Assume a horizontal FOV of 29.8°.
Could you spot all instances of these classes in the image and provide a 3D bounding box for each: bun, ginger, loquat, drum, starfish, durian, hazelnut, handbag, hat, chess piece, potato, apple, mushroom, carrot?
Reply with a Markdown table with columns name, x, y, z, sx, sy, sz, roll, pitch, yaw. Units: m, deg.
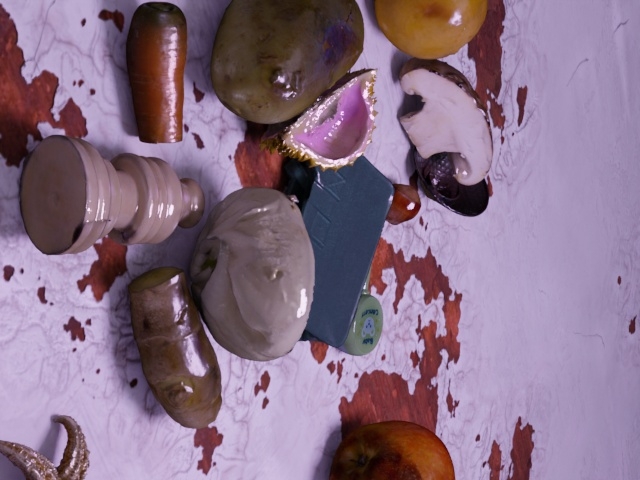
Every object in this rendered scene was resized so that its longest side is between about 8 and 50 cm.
| name | x | y | z | sx | sy | sz | roll | pitch | yaw |
| --- | --- | --- | --- | --- | --- | --- | --- | --- | --- |
| bun | -0.111 | 0.049 | 1.766 | 0.160 | 0.259 | 0.259 | 4 | 93 | -16 |
| ginger | -0.205 | 0.159 | 1.724 | 0.116 | 0.109 | 0.263 | -32 | 122 | -34 |
| loquat | 0.198 | -0.429 | 2.155 | 0.208 | 0.208 | 0.208 | -16 | 110 | -55 |
| drum | 0.064 | 0.087 | 2.179 | 0.130 | 0.049 | 0.253 | -25 | 117 | -53 |
| starfish | -0.360 | 0.343 | 1.566 | 0.216 | 0.071 | 0.238 | 57 | 43 | -52 |
| durian | 0.001 | -0.193 | 1.911 | 0.132 | 0.165 | 0.182 | 80 | 28 | -65 |
| hazelnut | 0.150 | -0.067 | 2.264 | 0.086 | 0.086 | 0.086 | -16 | 110 | -55 |
| handbag | 0.000 | 0.000 | 2.031 | 0.238 | 0.089 | 0.326 | 43 | 61 | -51 |
| hat | 0.239 | -0.110 | 2.392 | 0.193 | 0.082 | 0.193 | 23 | 46 | -26 |
| chess piece | -0.255 | -0.060 | 1.613 | 0.307 | 0.124 | 0.139 | -3 | 66 | -61 |
| potato | -0.051 | -0.297 | 1.812 | 0.307 | 0.173 | 0.210 | -55 | 136 | -39 |
| apple | 0.128 | 0.430 | 2.192 | 0.230 | 0.230 | 0.230 | -16 | 110 | -55 |
| mushroom | 0.247 | -0.252 | 2.329 | 0.286 | 0.156 | 0.151 | 57 | 24 | -29 |
| carrot | -0.225 | -0.227 | 1.647 | 0.087 | 0.087 | 0.193 | -27 | 129 | -52 |
